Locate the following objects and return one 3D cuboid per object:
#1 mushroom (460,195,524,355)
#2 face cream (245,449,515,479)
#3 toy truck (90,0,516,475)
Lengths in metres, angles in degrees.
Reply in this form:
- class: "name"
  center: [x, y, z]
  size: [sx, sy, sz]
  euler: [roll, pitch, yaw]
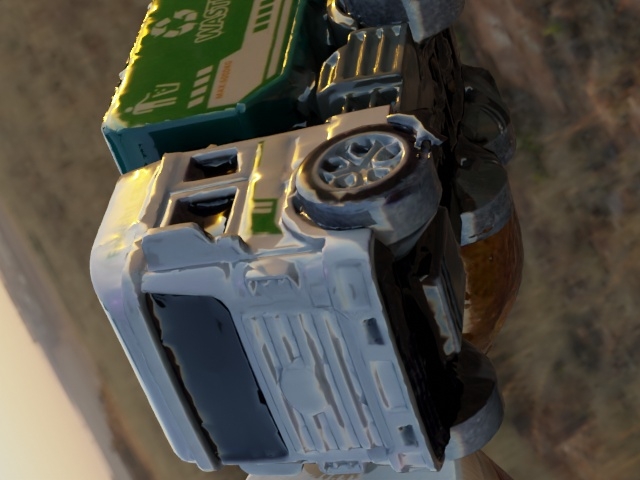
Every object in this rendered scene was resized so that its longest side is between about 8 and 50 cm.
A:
- class: "mushroom"
  center: [0.033, -0.016, 1.005]
  size: [0.267, 0.254, 0.267]
  euler: [11, 103, 54]
- class: "face cream"
  center: [0.062, 0.235, 0.999]
  size: [0.187, 0.201, 0.201]
  euler: [44, -178, -38]
- class: "toy truck"
  center: [0.001, -0.036, 0.483]
  size: [0.253, 0.124, 0.114]
  euler: [-77, -26, -50]
